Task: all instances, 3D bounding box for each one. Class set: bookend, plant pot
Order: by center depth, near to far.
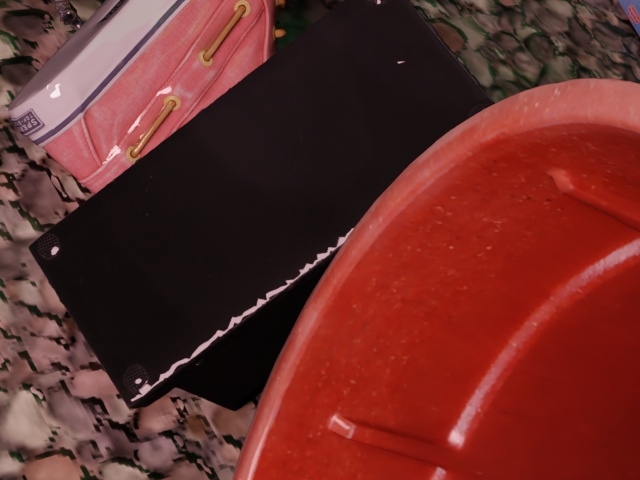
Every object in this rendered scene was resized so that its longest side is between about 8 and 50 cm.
[{"bbox_3d":[0.139,0.126,0.391,0.265,0.272,0.272,18,45,-25],"label":"plant pot"},{"bbox_3d":[0.000,0.000,0.526,0.072,0.156,0.157,54,4,21],"label":"bookend"}]

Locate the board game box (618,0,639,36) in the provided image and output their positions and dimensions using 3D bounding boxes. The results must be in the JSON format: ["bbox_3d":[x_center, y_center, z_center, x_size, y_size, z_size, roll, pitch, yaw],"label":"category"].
[{"bbox_3d":[0.262,-0.175,0.857,0.212,0.039,0.160,-3,55,-29],"label":"board game box"}]

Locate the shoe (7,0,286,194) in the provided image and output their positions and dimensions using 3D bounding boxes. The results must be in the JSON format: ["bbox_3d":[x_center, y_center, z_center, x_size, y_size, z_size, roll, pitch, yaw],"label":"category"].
[{"bbox_3d":[-0.039,-0.084,0.555,0.081,0.063,0.178,47,72,-21],"label":"shoe"}]

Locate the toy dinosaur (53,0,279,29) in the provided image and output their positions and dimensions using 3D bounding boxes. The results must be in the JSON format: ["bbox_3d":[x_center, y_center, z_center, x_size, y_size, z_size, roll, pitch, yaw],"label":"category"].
[{"bbox_3d":[-0.080,-0.131,0.626,0.268,0.064,0.118,10,45,-14],"label":"toy dinosaur"}]
